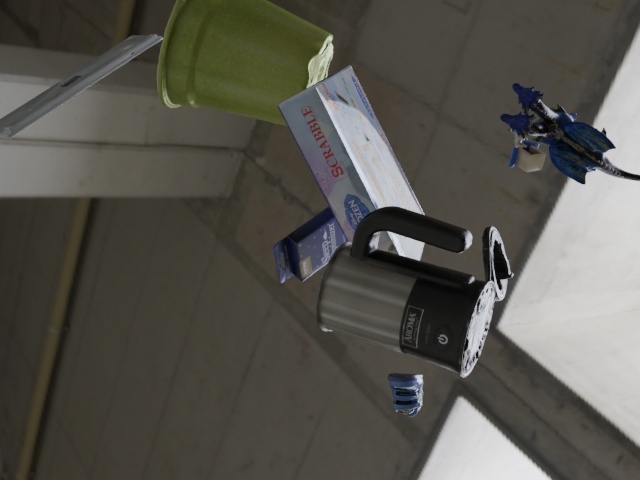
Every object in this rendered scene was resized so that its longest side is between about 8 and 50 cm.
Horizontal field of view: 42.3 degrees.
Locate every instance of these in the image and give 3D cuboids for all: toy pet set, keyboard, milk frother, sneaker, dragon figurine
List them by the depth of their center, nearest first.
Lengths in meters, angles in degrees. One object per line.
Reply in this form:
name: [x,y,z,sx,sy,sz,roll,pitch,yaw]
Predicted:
milk frother: [0.091,0.037,0.737,0.134,0.143,0.129,17,-86,23]
keyboard: [-0.314,-0.203,1.062,0.072,0.256,0.014,8,-48,46]
dragon figurine: [0.413,-0.149,1.323,0.289,0.144,0.085,37,-68,4]
sneaker: [0.140,0.247,1.335,0.053,0.144,0.059,2,-110,18]
toy pet set: [0.394,-0.190,1.529,0.065,0.122,0.114,48,-41,47]

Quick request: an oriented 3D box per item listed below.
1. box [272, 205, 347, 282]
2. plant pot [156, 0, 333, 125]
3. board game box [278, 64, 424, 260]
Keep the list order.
box: [0.000,0.000,1.785,0.036,0.225,0.136,41,-25,32]
plant pot: [-0.121,-0.330,1.503,0.254,0.276,0.276,21,-67,6]
board game box: [0.066,-0.107,1.303,0.066,0.318,0.319,-24,-80,17]
